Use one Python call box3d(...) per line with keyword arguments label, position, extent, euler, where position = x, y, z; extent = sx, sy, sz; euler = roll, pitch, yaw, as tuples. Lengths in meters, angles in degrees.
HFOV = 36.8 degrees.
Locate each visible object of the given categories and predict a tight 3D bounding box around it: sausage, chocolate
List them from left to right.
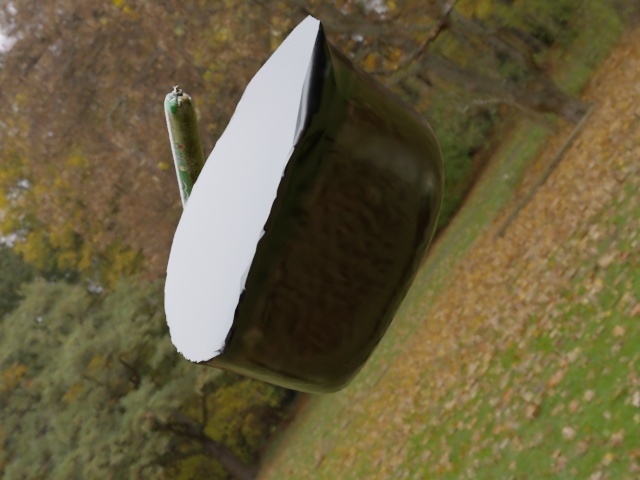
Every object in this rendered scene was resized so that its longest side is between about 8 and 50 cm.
box3d(label="sausage", position=(-0.137, -0.052, 1.046), extent=(0.033, 0.033, 0.269), euler=(-51, -31, -42))
box3d(label="chocolate", position=(0.000, 0.000, 0.375), extent=(0.148, 0.080, 0.125), euler=(-54, 27, 36))
